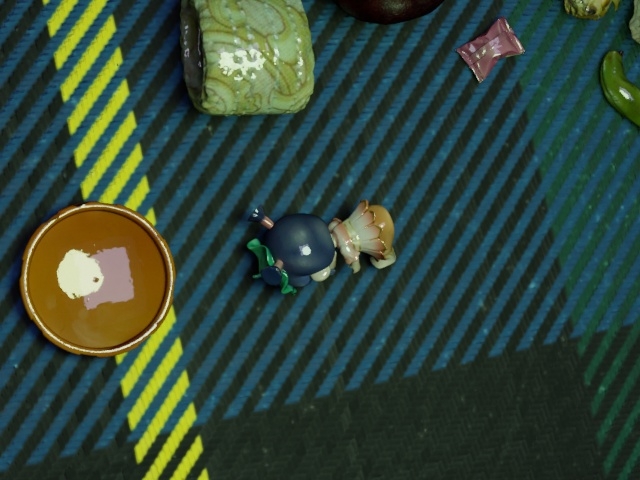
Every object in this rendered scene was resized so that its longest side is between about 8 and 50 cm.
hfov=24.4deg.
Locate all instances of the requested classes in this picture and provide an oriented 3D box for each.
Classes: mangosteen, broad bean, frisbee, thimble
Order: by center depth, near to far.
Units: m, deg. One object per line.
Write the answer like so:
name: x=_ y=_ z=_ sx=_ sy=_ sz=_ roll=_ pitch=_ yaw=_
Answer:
frisbee: x=-0.274 y=0.048 z=1.815 sx=0.192 sy=0.035 sz=0.192 roll=2 pitch=84 yaw=-17
thimble: x=-0.094 y=-0.248 z=1.853 sx=0.143 sy=0.137 sz=0.190 roll=-3 pitch=74 yaw=-18
mangosteen: x=0.102 y=-0.379 z=1.880 sx=0.194 sy=0.230 sz=0.194 roll=20 pitch=52 yaw=-27
broad bean: x=0.467 y=-0.178 z=2.071 sx=0.213 sy=0.048 sz=0.070 roll=46 pitch=74 yaw=-5

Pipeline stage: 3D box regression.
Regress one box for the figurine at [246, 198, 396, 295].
figurine: x=0.000 y=0.000 z=1.878 sx=0.195 sy=0.102 sz=0.111 roll=-19 pitch=57 yaw=-15

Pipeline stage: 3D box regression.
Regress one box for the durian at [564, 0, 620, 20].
durian: x=0.324 y=-0.467 z=2.030 sx=0.191 sy=0.112 sz=0.341 roll=-45 pitch=108 yaw=-28

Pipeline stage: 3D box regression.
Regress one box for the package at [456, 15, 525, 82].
package: x=0.232 y=-0.260 z=2.015 sx=0.083 sy=0.029 sz=0.059 roll=-35 pitch=92 yaw=-9

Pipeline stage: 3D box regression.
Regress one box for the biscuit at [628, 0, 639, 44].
biscuit: x=0.493 y=-0.378 z=2.093 sx=0.133 sy=0.032 sz=0.250 roll=16 pitch=73 yaw=-38
